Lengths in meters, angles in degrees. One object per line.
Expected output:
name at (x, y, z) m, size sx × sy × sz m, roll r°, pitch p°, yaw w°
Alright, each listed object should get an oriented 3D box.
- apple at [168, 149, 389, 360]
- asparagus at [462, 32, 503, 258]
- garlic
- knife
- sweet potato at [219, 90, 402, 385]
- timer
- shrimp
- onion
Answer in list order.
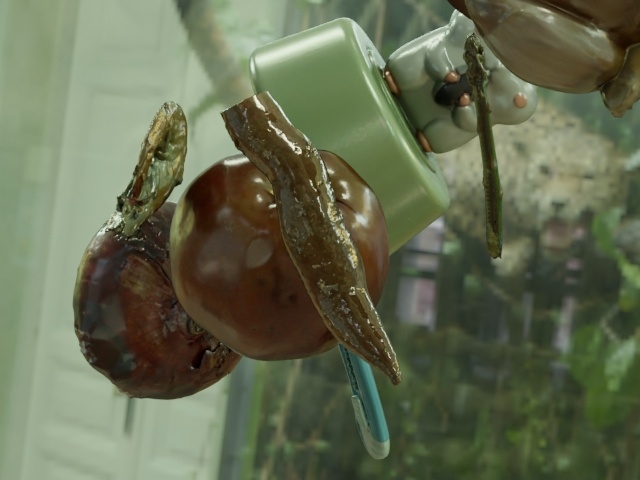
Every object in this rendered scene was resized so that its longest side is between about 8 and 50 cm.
apple at (-0.038, 0.010, 1.616) m, size 0.234 × 0.234 × 0.234 m, roll 7°, pitch 0°, yaw 0°
asparagus at (0.097, -0.051, 0.937) m, size 0.016 × 0.166 × 0.013 m, roll -15°, pitch 39°, yaw -5°
garlic at (0.190, -0.223, 1.277) m, size 0.191 × 0.160 × 0.214 m, roll 32°, pitch 28°, yaw -21°
knife at (0.051, 0.196, 2.147) m, size 0.031 × 0.222 × 0.064 m, roll -25°, pitch 20°, yaw -27°
sweet potato at (0.000, 0.000, 1.415) m, size 0.067 × 0.281 × 0.059 m, roll -24°, pitch 3°, yaw 42°
timer at (0.118, -0.161, 1.851) m, size 0.315 × 0.291 × 0.291 m, roll -28°, pitch -7°, yaw 11°
shrimp at (-0.164, -0.065, 1.558) m, size 0.041 × 0.099 × 0.180 m, roll 16°, pitch 45°, yaw 8°
onion at (-0.182, 0.073, 1.964) m, size 0.252 × 0.252 × 0.219 m, roll 7°, pitch 3°, yaw -21°
